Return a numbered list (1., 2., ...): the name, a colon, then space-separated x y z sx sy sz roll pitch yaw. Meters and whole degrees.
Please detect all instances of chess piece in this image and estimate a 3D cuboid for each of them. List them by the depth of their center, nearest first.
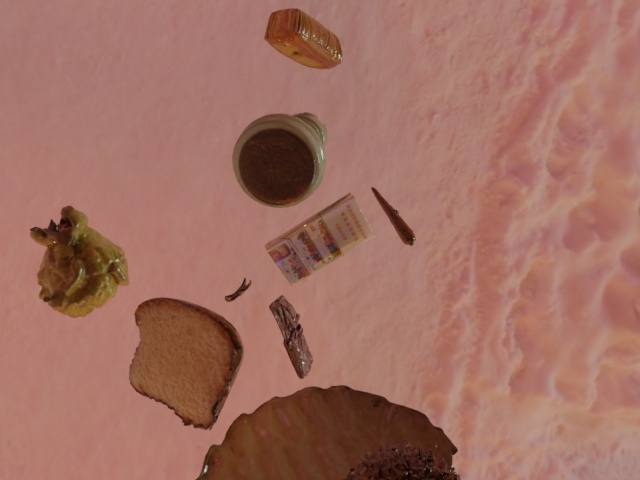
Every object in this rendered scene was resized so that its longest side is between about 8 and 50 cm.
1. chess piece: -0.065 -0.206 1.193 0.195 0.299 0.194 4 114 10

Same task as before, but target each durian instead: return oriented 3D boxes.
1. durian: 0.051 0.160 0.303 0.080 0.091 0.080 -15 129 -19

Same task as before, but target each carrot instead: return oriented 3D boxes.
1. carrot: 0.232 -0.083 1.717 0.049 0.254 0.049 -25 153 -14

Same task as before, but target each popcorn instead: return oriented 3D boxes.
1. popcorn: -0.468 0.043 1.010 0.168 0.173 0.195 -32 99 17

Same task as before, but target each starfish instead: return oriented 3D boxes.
1. starfish: -0.223 0.136 1.458 0.091 0.078 0.028 -34 107 14

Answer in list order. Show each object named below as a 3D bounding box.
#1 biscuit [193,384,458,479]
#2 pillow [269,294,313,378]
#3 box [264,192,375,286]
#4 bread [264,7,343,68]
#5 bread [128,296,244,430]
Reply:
1. biscuit: -0.018 0.230 0.464 0.187 0.036 0.274 40 59 19
2. pillow: -0.081 0.291 1.633 0.049 0.135 0.248 -20 94 14
3. box: 0.000 0.000 1.170 0.220 0.032 0.122 -31 121 0
4. bread: -0.049 -0.637 1.684 0.288 0.153 0.119 1 93 -61
5. bread: -0.140 0.122 0.554 0.129 0.044 0.126 20 101 16
